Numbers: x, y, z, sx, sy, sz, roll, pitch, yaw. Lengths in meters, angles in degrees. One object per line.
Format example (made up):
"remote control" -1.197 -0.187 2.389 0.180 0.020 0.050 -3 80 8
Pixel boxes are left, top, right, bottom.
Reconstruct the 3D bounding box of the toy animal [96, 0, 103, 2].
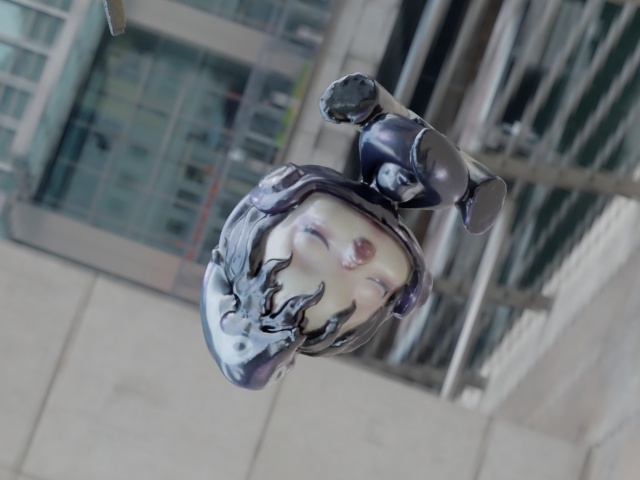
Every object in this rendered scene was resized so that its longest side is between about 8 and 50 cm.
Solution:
"toy animal" -0.097 -0.304 1.221 0.260 0.087 0.244 -23 55 60

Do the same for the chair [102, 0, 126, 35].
"chair" -0.034 -0.258 0.746 0.166 0.188 0.272 -81 -18 -58

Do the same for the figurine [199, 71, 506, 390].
"figurine" 0.000 0.000 1.107 0.222 0.145 0.145 -49 3 8
